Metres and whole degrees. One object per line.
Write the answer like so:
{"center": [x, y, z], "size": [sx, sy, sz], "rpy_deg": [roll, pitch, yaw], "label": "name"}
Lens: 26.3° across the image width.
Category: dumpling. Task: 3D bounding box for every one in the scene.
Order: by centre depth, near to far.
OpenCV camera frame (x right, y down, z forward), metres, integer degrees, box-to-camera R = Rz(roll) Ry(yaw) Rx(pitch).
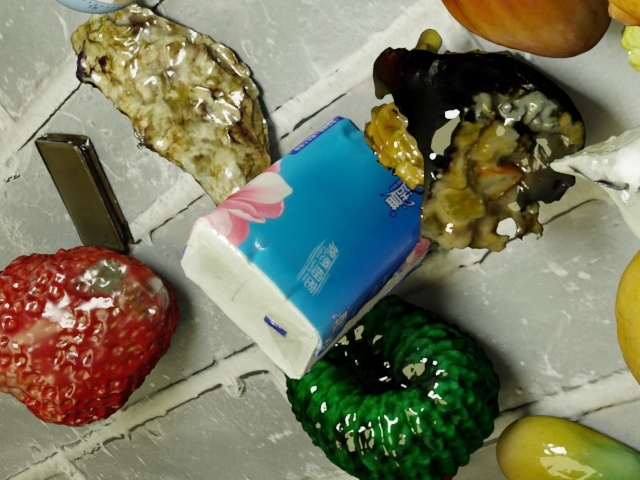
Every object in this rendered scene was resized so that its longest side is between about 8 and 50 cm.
{"center": [0.366, -0.068, 1.263], "size": [0.243, 0.227, 0.175], "rpy_deg": [38, 111, 3], "label": "dumpling"}

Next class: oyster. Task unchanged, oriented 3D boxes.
{"center": [-0.173, -0.167, 1.764], "size": [0.396, 0.111, 0.204], "rpy_deg": [43, 140, 10], "label": "oyster"}

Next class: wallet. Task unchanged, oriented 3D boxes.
{"center": [-0.358, -0.071, 2.082], "size": [0.110, 0.031, 0.198], "rpy_deg": [7, 128, 39], "label": "wallet"}

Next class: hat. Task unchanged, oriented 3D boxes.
{"center": [0.118, 0.228, 1.788], "size": [0.274, 0.242, 0.332], "rpy_deg": [45, 173, 39], "label": "hat"}

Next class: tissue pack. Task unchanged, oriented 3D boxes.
{"center": [0.000, 0.000, 1.613], "size": [0.209, 0.270, 0.137], "rpy_deg": [46, 141, 5], "label": "tissue pack"}

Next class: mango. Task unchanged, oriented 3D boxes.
{"center": [0.316, 0.282, 1.722], "size": [0.195, 0.092, 0.130], "rpy_deg": [-1, 121, 33], "label": "mango"}

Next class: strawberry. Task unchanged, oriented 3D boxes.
{"center": [-0.376, 0.146, 2.091], "size": [0.291, 0.292, 0.310], "rpy_deg": [57, 159, -13], "label": "strawberry"}

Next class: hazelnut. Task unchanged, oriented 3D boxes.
{"center": [0.194, -0.273, 1.273], "size": [0.210, 0.210, 0.186], "rpy_deg": [21, 113, 29], "label": "hazelnut"}

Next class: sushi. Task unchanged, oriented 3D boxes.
{"center": [0.152, -0.111, 1.450], "size": [0.213, 0.204, 0.200], "rpy_deg": [15, 117, -19], "label": "sushi"}

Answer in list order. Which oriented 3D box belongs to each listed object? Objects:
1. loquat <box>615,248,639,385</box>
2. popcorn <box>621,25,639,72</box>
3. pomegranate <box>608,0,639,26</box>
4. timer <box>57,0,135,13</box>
{"center": [0.398, 0.076, 1.362], "size": [0.208, 0.208, 0.208], "rpy_deg": [25, 138, 25], "label": "loquat"}
{"center": [0.342, -0.193, 1.236], "size": [0.145, 0.126, 0.126], "rpy_deg": [40, 152, 24], "label": "popcorn"}
{"center": [0.307, -0.281, 1.079], "size": [0.264, 0.264, 0.264], "rpy_deg": [25, 138, 25], "label": "pomegranate"}
{"center": [-0.239, -0.352, 1.602], "size": [0.255, 0.175, 0.175], "rpy_deg": [-2, 122, 51], "label": "timer"}
